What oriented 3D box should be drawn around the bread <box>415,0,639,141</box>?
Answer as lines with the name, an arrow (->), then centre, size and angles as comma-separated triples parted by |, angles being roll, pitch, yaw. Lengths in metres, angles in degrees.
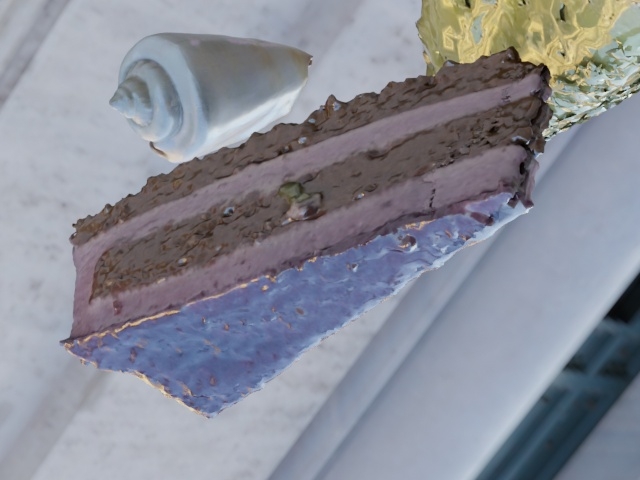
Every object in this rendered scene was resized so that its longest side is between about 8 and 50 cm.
bread -> 0.145, -0.203, 0.937 | 0.279, 0.248, 0.315 | 60, 152, -7

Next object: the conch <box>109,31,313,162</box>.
conch -> -0.089, -0.118, 1.273 | 0.094, 0.104, 0.176 | -2, -167, 41

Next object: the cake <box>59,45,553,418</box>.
cake -> 0.000, 0.000, 0.836 | 0.113, 0.295, 0.116 | 41, -140, -32
